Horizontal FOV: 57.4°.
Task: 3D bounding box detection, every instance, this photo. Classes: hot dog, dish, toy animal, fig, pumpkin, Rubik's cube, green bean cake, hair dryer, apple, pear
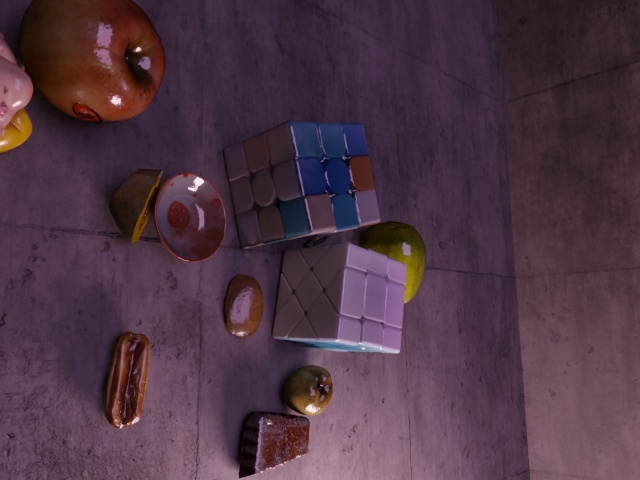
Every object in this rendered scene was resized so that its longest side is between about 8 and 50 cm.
[{"bbox_3d":[-0.513,0.367,1.548,0.100,0.068,0.249,14,70,-29],"label":"hot dog"},{"bbox_3d":[-0.401,-0.064,1.717,0.260,0.085,0.260,10,78,-51],"label":"dish"},{"bbox_3d":[-0.749,-0.343,1.311,0.277,0.247,0.345,37,59,-37],"label":"toy animal"},{"bbox_3d":[0.287,0.085,2.268,0.258,0.258,0.326,-24,107,-44],"label":"fig"},{"bbox_3d":[-0.503,-0.107,1.573,0.110,0.217,0.217,25,61,-5],"label":"pumpkin"},{"bbox_3d":[-0.060,-0.179,1.899,0.344,0.347,0.346,-12,92,-46],"label":"Rubik's cube"},{"bbox_3d":[-0.144,0.642,1.845,0.233,0.097,0.198,16,70,-42],"label":"green bean cake"},{"bbox_3d":[0.000,0.000,2.083,0.038,0.124,0.063,53,48,-7],"label":"hair dryer"},{"bbox_3d":[0.067,0.204,1.976,0.316,0.322,0.318,20,70,-42],"label":"Rubik's cube"},{"bbox_3d":[-0.577,-0.462,1.465,0.338,0.305,0.338,5,90,-74],"label":"apple"},{"bbox_3d":[-0.038,0.499,1.946,0.167,0.136,0.167,15,68,-41],"label":"pear"}]

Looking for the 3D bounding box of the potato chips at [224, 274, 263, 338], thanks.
[{"bbox_3d":[-0.236,0.212,1.865,0.150,0.049,0.201,23,73,-35],"label":"potato chips"}]
